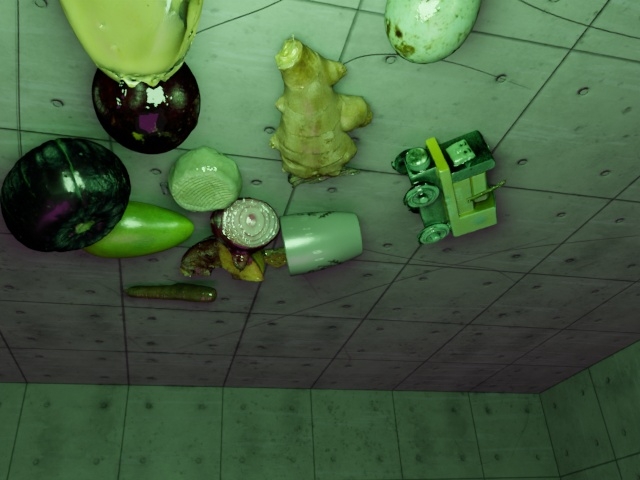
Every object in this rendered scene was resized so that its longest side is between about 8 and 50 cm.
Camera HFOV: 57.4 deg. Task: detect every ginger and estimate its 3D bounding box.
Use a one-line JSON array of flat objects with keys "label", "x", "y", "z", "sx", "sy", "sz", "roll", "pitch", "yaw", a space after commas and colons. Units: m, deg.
[{"label": "ginger", "x": 0.006, "y": -0.283, "z": 1.326, "sx": 0.236, "sy": 0.166, "sz": 0.375, "roll": 8, "pitch": 154, "yaw": -2}]

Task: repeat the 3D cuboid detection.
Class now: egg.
[{"label": "egg", "x": 0.213, "y": -0.440, "z": 1.082, "sx": 0.169, "sy": 0.169, "sz": 0.231, "roll": 10, "pitch": 135, "yaw": -21}]

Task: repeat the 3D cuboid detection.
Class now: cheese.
[{"label": "cheese", "x": -0.325, "y": -0.424, "z": 1.011, "sx": 0.259, "sy": 0.128, "sz": 0.316, "roll": -1, "pitch": 119, "yaw": -1}]

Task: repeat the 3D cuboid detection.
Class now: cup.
[{"label": "cup", "x": 0.000, "y": 0.000, "z": 1.814, "sx": 0.234, "sy": 0.186, "sz": 0.258, "roll": -10, "pitch": 179, "yaw": -5}]

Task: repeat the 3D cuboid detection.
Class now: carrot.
[{"label": "carrot", "x": -0.552, "y": 0.189, "z": 2.145, "sx": 0.342, "sy": 0.070, "sz": 0.070, "roll": 3, "pitch": 149, "yaw": 0}]

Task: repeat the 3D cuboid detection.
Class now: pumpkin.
[{"label": "pumpkin", "x": -0.633, "y": -0.123, "z": 1.452, "sx": 0.315, "sy": 0.238, "sz": 0.315, "roll": -26, "pitch": 160, "yaw": -11}]

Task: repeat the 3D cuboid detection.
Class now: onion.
[{"label": "onion", "x": -0.227, "y": -0.015, "z": 1.696, "sx": 0.195, "sy": 0.218, "sz": 0.140, "roll": 8, "pitch": 175, "yaw": -30}]

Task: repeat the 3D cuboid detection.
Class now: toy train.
[{"label": "toy train", "x": 0.352, "y": -0.139, "z": 1.614, "sx": 0.253, "sy": 0.160, "sz": 0.397, "roll": -19, "pitch": 146, "yaw": 9}]

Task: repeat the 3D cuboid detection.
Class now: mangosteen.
[{"label": "mangosteen", "x": -0.347, "y": -0.297, "z": 1.236, "sx": 0.228, "sy": 0.228, "sz": 0.265, "roll": -20, "pitch": 178, "yaw": 25}]

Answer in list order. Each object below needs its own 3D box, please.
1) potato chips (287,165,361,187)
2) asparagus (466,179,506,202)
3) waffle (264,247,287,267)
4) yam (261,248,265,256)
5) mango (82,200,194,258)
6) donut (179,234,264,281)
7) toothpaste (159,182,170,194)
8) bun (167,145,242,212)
[{"label": "potato chips", "x": 0.007, "y": -0.188, "z": 1.608, "sx": 0.207, "sy": 0.028, "sz": 0.092, "roll": -9, "pitch": 150, "yaw": 12}, {"label": "asparagus", "x": 0.438, "y": -0.130, "z": 1.539, "sx": 0.114, "sy": 0.014, "sz": 0.015, "roll": -27, "pitch": 160, "yaw": 3}, {"label": "waffle", "x": -0.116, "y": 0.031, "z": 1.964, "sx": 0.191, "sy": 0.032, "sz": 0.125, "roll": -28, "pitch": 139, "yaw": 31}, {"label": "yam", "x": -0.243, "y": 0.051, "z": 1.942, "sx": 0.146, "sy": 0.070, "sz": 0.069, "roll": -34, "pitch": 139, "yaw": 29}, {"label": "mango", "x": -0.538, "y": -0.034, "z": 1.686, "sx": 0.343, "sy": 0.156, "sz": 0.192, "roll": -4, "pitch": 157, "yaw": -7}, {"label": "donut", "x": -0.308, "y": 0.034, "z": 1.852, "sx": 0.295, "sy": 0.112, "sz": 0.151, "roll": 2, "pitch": 117, "yaw": 16}, {"label": "toothpaste", "x": -0.363, "y": -0.148, "z": 1.637, "sx": 0.170, "sy": 0.028, "sz": 0.045, "roll": -1, "pitch": 143, "yaw": 3}, {"label": "bun", "x": -0.303, "y": -0.162, "z": 1.533, "sx": 0.195, "sy": 0.118, "sz": 0.195, "roll": -5, "pitch": 143, "yaw": -3}]
